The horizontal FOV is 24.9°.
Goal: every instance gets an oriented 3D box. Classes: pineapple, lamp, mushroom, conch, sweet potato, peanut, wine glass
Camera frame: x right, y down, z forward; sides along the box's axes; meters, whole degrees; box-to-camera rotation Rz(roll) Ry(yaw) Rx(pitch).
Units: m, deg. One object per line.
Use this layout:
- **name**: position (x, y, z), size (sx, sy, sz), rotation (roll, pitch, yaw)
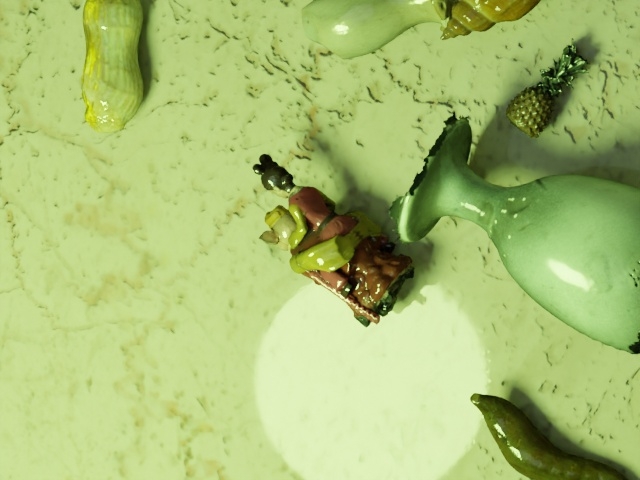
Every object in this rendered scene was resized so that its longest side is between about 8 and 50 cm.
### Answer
- **pineapple**: position (0.280, -0.187, 1.775), size (0.058, 0.058, 0.124), rotation (40, 96, 15)
- **lamp**: position (0.000, 0.000, 1.877), size (0.253, 0.118, 0.118), rotation (36, 109, 9)
- **mushroom**: position (0.076, -0.287, 1.827), size (0.212, 0.088, 0.097), rotation (-11, 101, 18)
- **conch**: position (0.259, -0.363, 1.739), size (0.330, 0.109, 0.093), rotation (-49, 37, 6)
- **sweet potato**: position (0.288, 0.275, 1.816), size (0.249, 0.059, 0.069), rotation (32, 95, 13)
- **peanut**: position (-0.285, -0.250, 1.992), size (0.087, 0.087, 0.207), rotation (6, 97, 23)
- **wine glass**: position (0.274, -0.006, 1.718), size (0.357, 0.190, 0.190), rotation (25, 105, 18)
